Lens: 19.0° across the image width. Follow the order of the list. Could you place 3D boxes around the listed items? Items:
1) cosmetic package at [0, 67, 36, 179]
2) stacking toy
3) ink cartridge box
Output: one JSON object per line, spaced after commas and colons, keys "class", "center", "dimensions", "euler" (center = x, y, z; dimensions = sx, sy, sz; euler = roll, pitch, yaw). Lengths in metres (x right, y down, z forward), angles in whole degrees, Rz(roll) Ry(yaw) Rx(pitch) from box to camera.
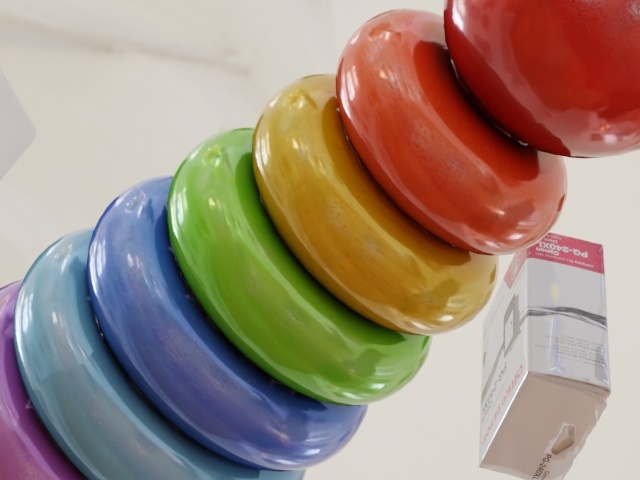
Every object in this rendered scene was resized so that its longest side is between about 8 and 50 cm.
{"class": "cosmetic package", "center": [-0.406, -0.143, 1.504], "dimensions": [0.161, 0.230, 0.453], "euler": [31, -18, 21]}
{"class": "stacking toy", "center": [0.000, 0.000, 0.636], "dimensions": [0.141, 0.141, 0.330], "euler": [38, -64, -22]}
{"class": "ink cartridge box", "center": [0.159, 0.083, 1.369], "dimensions": [0.063, 0.150, 0.109], "euler": [15, -48, -7]}
